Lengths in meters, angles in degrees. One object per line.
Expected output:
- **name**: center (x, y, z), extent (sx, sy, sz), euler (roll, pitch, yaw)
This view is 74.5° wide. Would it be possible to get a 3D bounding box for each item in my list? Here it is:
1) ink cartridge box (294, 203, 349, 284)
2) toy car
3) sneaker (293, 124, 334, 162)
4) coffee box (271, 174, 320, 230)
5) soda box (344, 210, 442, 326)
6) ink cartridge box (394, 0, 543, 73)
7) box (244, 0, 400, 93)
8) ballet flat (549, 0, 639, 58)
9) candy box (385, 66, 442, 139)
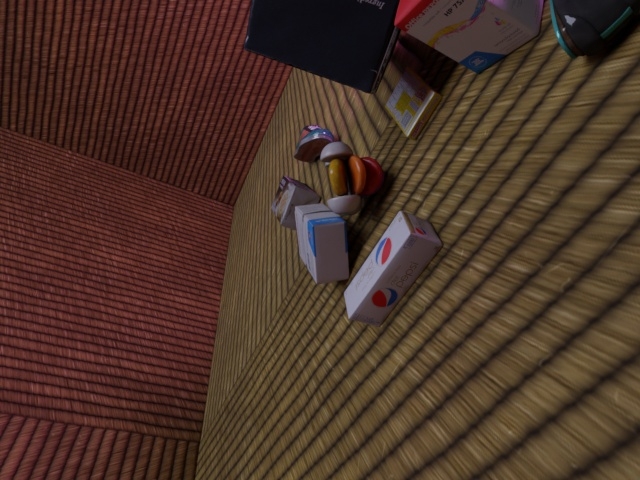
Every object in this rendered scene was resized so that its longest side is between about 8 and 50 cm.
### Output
- **ink cartridge box**: center (0.000, 0.000, 1.056), extent (0.203, 0.086, 0.148), euler (-128, 31, -68)
- **toy car**: center (0.080, -0.144, 0.975), extent (0.182, 0.136, 0.159), euler (-1, -99, -81)
- **sneaker**: center (-0.024, -0.368, 1.508), extent (0.302, 0.108, 0.121), euler (179, 104, -71)
- **coffee box**: center (-0.093, -0.134, 1.491), extent (0.141, 0.098, 0.246), euler (-67, 20, 12)
- **soda box**: center (0.124, 0.056, 0.766), extent (0.216, 0.069, 0.074), euler (-59, 23, 30)
- **ink cartridge box**: center (0.215, -0.376, 0.670), extent (0.134, 0.231, 0.078), euler (-16, 58, 68)
- **box**: center (0.088, -0.631, 0.886), extent (0.480, 0.297, 0.472), euler (-68, -3, -56)
- **ballet flat**: center (0.339, -0.360, 0.552), extent (0.096, 0.095, 0.280), euler (-34, 51, 46)
- **candy box**: center (0.204, -0.315, 0.955), extent (0.105, 0.027, 0.206), euler (-57, 24, 29)
